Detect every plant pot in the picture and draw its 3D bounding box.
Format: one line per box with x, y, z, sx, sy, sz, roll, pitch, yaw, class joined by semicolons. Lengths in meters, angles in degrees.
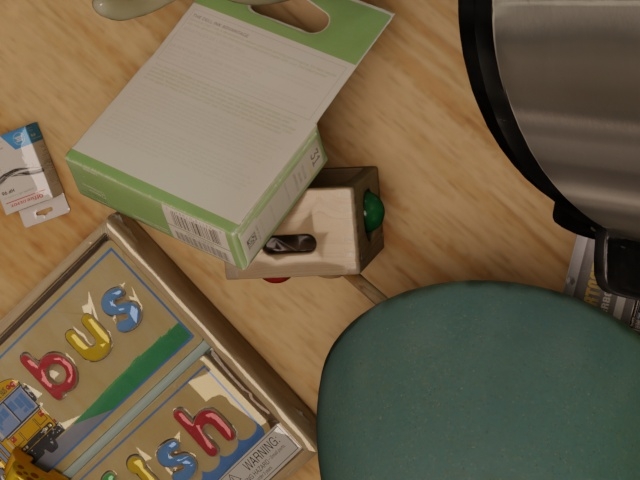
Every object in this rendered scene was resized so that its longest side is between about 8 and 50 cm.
0.127;0.202;1.430;0.290;0.195;0.290;7;134;7;plant pot

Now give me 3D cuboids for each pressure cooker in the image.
0.301;-0.169;1.268;0.370;0.420;0.375;-42;114;-20;pressure cooker

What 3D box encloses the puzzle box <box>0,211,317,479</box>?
-0.225;0.203;1.647;0.409;0.052;0.272;-44;89;17;puzzle box

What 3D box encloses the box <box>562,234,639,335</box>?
0.285;0.049;1.499;0.183;0.056;0.231;14;104;11;box

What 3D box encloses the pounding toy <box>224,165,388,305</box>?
0.000;0.000;1.515;0.141;0.130;0.100;-2;101;13;pounding toy

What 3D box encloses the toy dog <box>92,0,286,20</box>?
-0.045;-0.304;1.312;0.395;0.408;0.285;-26;92;12;toy dog

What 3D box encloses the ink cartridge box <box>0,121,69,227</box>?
-0.254;-0.054;1.614;0.048;0.028;0.083;-19;97;16;ink cartridge box

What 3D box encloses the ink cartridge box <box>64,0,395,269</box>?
-0.066;-0.107;1.488;0.171;0.056;0.235;24;63;27;ink cartridge box

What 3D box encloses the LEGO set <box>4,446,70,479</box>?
-0.234;0.245;1.581;0.227;0.093;0.087;28;105;6;LEGO set
